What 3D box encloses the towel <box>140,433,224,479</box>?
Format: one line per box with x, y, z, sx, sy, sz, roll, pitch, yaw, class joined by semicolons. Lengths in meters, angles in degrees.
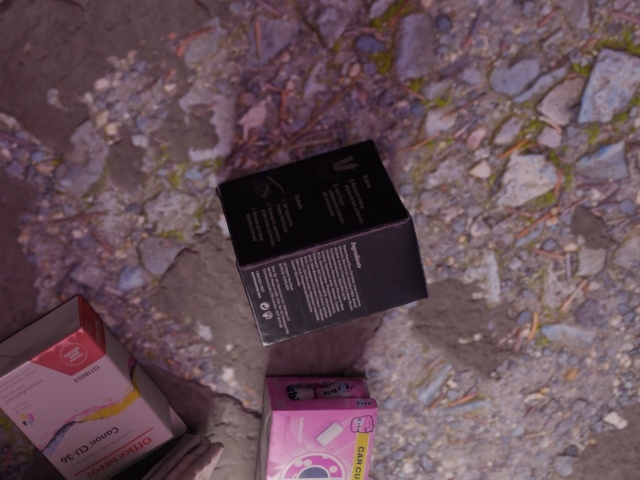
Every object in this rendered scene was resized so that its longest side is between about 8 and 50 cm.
-0.227;0.368;1.460;0.053;0.332;0.317;30;114;9;towel

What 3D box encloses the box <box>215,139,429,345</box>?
0.000;0.000;1.382;0.158;0.156;0.093;-17;122;-2;box

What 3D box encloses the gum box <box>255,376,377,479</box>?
-0.008;0.224;1.562;0.107;0.062;0.188;0;119;-11;gum box

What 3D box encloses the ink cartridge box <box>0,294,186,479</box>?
-0.223;0.164;1.483;0.115;0.067;0.198;-32;120;7;ink cartridge box
